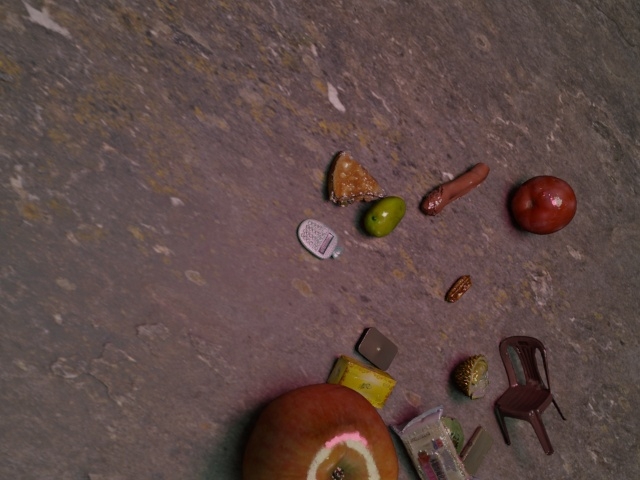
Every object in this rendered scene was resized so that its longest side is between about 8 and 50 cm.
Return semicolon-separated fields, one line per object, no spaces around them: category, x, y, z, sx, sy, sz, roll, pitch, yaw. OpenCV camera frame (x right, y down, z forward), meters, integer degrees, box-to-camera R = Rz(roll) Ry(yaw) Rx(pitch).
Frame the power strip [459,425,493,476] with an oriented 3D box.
power strip;0.500;0.691;1.776;0.169;0.028;0.076;-45;106;-26

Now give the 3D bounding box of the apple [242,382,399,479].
apple;0.002;0.552;1.350;0.391;0.346;0.392;3;84;-25

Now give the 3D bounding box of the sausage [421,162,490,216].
sausage;0.447;-0.171;1.809;0.304;0.078;0.078;-31;100;-25

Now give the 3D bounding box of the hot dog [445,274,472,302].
hot dog;0.455;0.160;1.803;0.122;0.037;0.049;-39;115;-20

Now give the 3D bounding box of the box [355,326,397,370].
box;0.167;0.324;1.634;0.126;0.031;0.091;40;69;-20

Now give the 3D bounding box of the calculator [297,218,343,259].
calculator;0.000;0.000;1.583;0.153;0.021;0.095;37;70;-19

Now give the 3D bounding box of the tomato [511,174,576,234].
tomato;0.781;-0.123;1.905;0.184;0.208;0.208;1;85;-34

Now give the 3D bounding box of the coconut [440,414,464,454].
coconut;0.406;0.621;1.719;0.133;0.055;0.158;-40;105;-23

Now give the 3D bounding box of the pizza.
pizza;0.110;-0.168;1.641;0.195;0.052;0.185;22;68;-20

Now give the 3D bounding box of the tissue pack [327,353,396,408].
tissue pack;0.119;0.407;1.570;0.176;0.062;0.095;27;93;-24

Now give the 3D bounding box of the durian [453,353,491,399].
durian;0.498;0.440;1.770;0.208;0.102;0.147;27;74;-47

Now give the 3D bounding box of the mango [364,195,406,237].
mango;0.195;-0.079;1.645;0.163;0.089;0.117;-45;149;-32

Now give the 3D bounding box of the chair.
chair;0.678;0.504;1.807;0.183;0.175;0.327;-33;104;-35

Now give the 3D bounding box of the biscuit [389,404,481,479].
biscuit;0.346;0.645;1.639;0.186;0.079;0.309;-24;97;10
